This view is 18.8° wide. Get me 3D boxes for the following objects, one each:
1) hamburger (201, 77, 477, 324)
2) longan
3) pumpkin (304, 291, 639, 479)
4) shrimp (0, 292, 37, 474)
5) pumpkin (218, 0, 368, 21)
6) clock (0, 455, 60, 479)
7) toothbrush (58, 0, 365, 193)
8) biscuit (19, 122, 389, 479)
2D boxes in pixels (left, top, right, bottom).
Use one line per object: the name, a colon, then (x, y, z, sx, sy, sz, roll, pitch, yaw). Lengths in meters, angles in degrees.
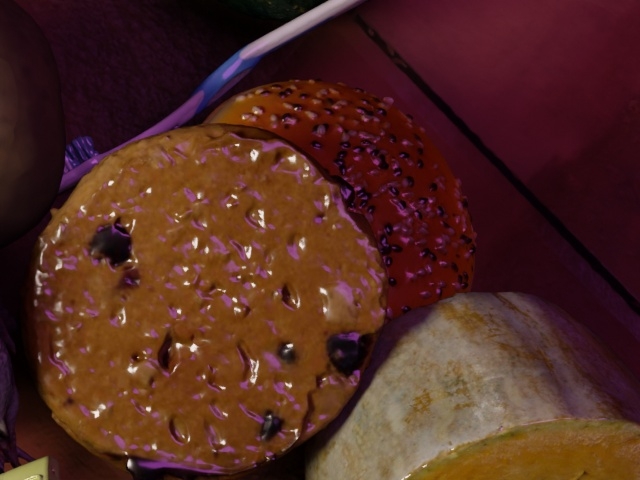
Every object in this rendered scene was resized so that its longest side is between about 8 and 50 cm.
hamburger: (0.000, 0.000, 1.681, 0.300, 0.176, 0.300, 11, 65, -25)
longan: (-0.304, -0.096, 1.516, 0.246, 0.215, 0.246, 12, 59, -20)
pumpkin: (0.144, 0.198, 1.614, 0.332, 0.332, 0.199, 12, 34, -25)
shrimp: (-0.300, 0.101, 1.471, 0.116, 0.145, 0.343, -77, 151, -51)
pumpkin: (0.007, -0.311, 1.750, 0.197, 0.293, 0.263, 62, 15, 1)
clock: (-0.181, 0.290, 1.475, 0.170, 0.069, 0.232, -108, 172, -54)
toothbrush: (-0.075, -0.144, 1.688, 0.386, 0.040, 0.040, -30, 87, -7)
biscuit: (-0.093, 0.050, 1.519, 0.296, 0.075, 0.295, 0, 94, -5)
